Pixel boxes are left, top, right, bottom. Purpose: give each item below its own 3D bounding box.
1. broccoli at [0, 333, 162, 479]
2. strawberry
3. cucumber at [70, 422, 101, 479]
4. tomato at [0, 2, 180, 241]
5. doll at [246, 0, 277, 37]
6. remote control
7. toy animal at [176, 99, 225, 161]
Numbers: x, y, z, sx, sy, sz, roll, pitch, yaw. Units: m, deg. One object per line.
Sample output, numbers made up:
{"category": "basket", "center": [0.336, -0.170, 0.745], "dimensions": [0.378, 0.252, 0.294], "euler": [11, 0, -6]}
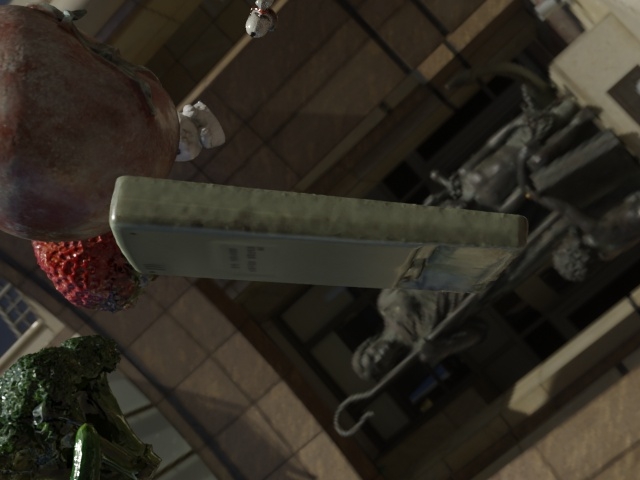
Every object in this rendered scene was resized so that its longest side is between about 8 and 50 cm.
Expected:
{"category": "broccoli", "center": [-0.380, 0.299, 1.153], "dimensions": [0.284, 0.321, 0.303], "euler": [26, -151, -1]}
{"category": "strawberry", "center": [-0.533, 0.035, 1.825], "dimensions": [0.288, 0.238, 0.250], "euler": [31, 153, 6]}
{"category": "cucumber", "center": [-0.285, 0.300, 0.940], "dimensions": [0.037, 0.037, 0.155], "euler": [29, -124, -48]}
{"category": "tomato", "center": [-0.338, -0.149, 0.989], "dimensions": [0.317, 0.282, 0.316], "euler": [35, -170, -7]}
{"category": "doll", "center": [-0.075, -0.302, 1.008], "dimensions": [0.040, 0.085, 0.058], "euler": [19, -142, 1]}
{"category": "remote control", "center": [0.000, 0.000, 0.561], "dimensions": [0.123, 0.286, 0.038], "euler": [96, 177, -71]}
{"category": "toy animal", "center": [-0.307, -0.195, 1.551], "dimensions": [0.131, 0.221, 0.103], "euler": [11, 127, 66]}
